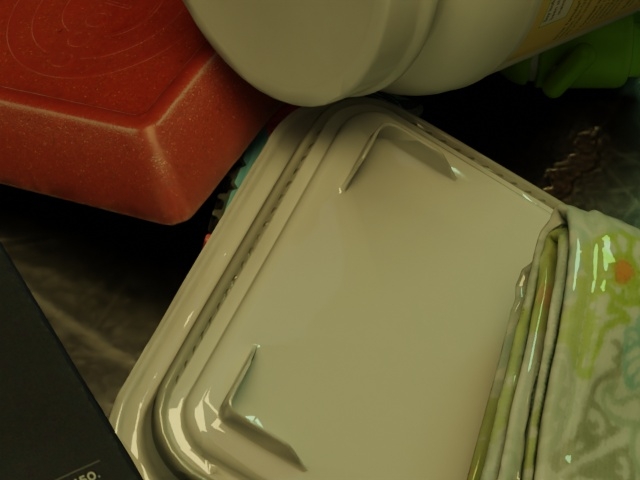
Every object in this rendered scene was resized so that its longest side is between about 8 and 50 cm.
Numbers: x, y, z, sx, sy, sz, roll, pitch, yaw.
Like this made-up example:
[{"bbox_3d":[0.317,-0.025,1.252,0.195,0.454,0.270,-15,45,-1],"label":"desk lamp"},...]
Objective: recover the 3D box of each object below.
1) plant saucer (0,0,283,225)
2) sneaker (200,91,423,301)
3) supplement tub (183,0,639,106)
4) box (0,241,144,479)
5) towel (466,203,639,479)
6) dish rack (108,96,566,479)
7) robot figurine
[{"bbox_3d":[-0.122,-0.136,1.149,0.259,0.048,0.258,13,52,33],"label":"plant saucer"},{"bbox_3d":[0.000,0.000,1.085,0.125,0.104,0.262,11,58,5],"label":"sneaker"},{"bbox_3d":[0.094,-0.221,1.043,0.331,0.241,0.241,-24,59,-33],"label":"supplement tub"},{"bbox_3d":[-0.186,0.143,0.861,0.182,0.296,0.294,-26,55,-17],"label":"box"},{"bbox_3d":[0.232,0.185,0.905,0.374,0.090,0.320,25,61,-12],"label":"towel"},{"bbox_3d":[0.086,0.082,0.990,0.333,0.072,0.285,31,60,-4],"label":"dish rack"},{"bbox_3d":[0.158,-0.130,1.187,0.115,0.067,0.101,2,47,1],"label":"robot figurine"}]
